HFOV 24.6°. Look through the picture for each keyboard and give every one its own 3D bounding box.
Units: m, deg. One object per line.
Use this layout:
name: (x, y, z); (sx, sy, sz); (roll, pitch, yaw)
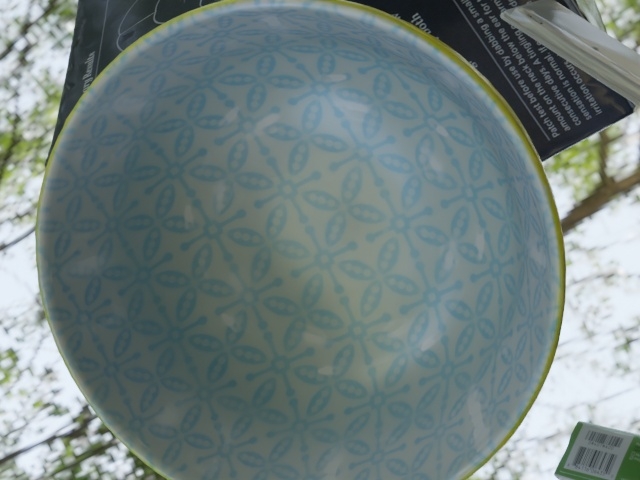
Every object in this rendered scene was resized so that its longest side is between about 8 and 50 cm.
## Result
keyboard: (0.227, -0.079, 0.903); (0.256, 0.014, 0.072); (37, -153, 19)

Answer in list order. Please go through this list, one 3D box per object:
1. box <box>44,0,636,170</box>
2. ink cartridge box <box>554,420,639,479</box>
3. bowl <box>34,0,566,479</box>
box: (0.008, -0.158, 1.176); (0.212, 0.395, 0.293); (50, -158, -32)
ink cartridge box: (0.327, 0.253, 1.403); (0.209, 0.109, 0.062); (41, -110, -37)
bowl: (0.000, 0.000, 0.841); (0.289, 0.289, 0.156); (58, -163, -4)
